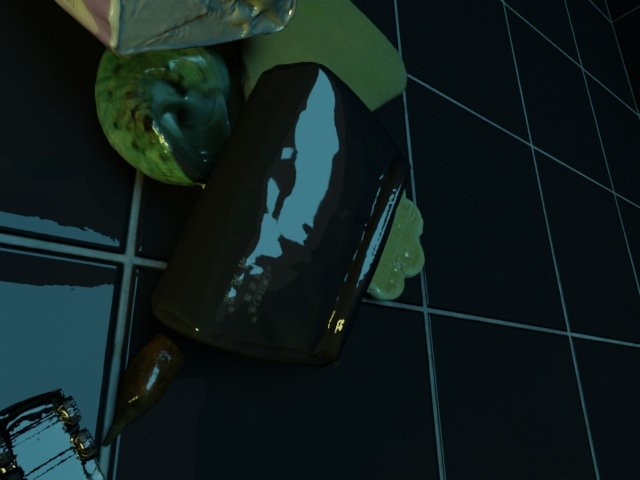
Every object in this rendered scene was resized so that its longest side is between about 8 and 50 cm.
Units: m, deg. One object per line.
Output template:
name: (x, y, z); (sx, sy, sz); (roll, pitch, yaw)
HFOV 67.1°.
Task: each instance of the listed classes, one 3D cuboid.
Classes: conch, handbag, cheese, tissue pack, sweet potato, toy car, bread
conch: (-0.174, -0.159, 0.564); (0.175, 0.122, 0.188); (35, 56, -17)
handbag: (0.001, 0.000, 0.543); (0.275, 0.177, 0.302); (30, 76, -38)
cheese: (-0.005, -0.280, 0.762); (0.383, 0.104, 0.385); (16, 64, -35)
tissue pack: (-0.203, -0.354, 0.507); (0.338, 0.160, 0.242); (41, 47, 16)
sweet potato: (-0.184, 0.154, 0.492); (0.049, 0.049, 0.117); (40, 63, -21)
toy car: (-0.225, 0.216, 0.417); (0.071, 0.062, 0.165); (-26, 91, -41)
bread: (0.087, 0.000, 0.773); (0.251, 0.038, 0.182); (-42, 101, -41)

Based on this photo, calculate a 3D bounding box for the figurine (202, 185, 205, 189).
figurine: (-0.110, -0.023, 0.602); (0.083, 0.083, 0.188); (6, 79, -38)
